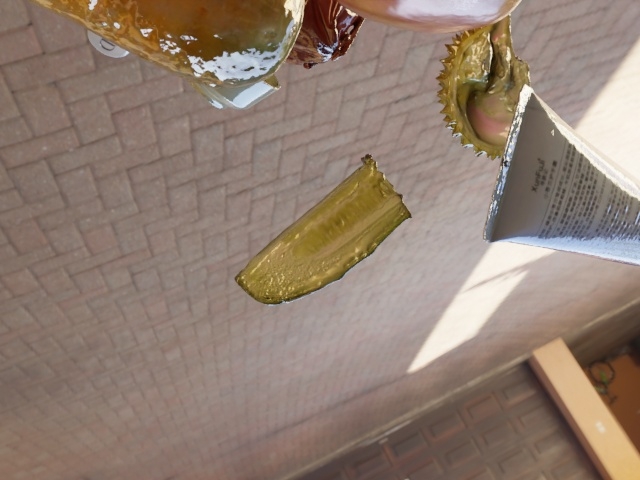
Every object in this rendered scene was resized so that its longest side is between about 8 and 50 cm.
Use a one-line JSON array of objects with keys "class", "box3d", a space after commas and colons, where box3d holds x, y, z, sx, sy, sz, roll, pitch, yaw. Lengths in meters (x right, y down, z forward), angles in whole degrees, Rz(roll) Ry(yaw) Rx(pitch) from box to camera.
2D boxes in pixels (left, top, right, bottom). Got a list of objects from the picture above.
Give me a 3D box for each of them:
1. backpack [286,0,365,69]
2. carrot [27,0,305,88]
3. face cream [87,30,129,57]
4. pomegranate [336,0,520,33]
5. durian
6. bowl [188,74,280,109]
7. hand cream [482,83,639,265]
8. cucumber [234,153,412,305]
[{"class": "backpack", "box3d": [0.008, -0.397, 1.205, 0.229, 0.139, 0.229, -53, -167, 17]}, {"class": "carrot", "box3d": [-0.194, -0.329, 0.904, 0.341, 0.224, 0.224, 15, 138, -29]}, {"class": "face cream", "box3d": [-0.332, -0.467, 1.326, 0.089, 0.314, 0.143, 33, 143, -26]}, {"class": "pomegranate", "box3d": [0.121, -0.328, 0.747, 0.271, 0.252, 0.228, 10, 95, -39]}, {"class": "durian", "box3d": [0.307, -0.288, 1.358, 0.167, 0.306, 0.172, 0, -166, 31]}, {"class": "bowl", "box3d": [-0.189, -0.330, 1.391, 0.112, 0.211, 0.211, -41, 156, 15]}, {"class": "hand cream", "box3d": [0.189, -0.026, 0.499, 0.271, 0.058, 0.091, 12, 96, -47]}, {"class": "cucumber", "box3d": [0.001, 0.002, 1.278, 0.325, 0.145, 0.105, -39, -179, -11]}]
